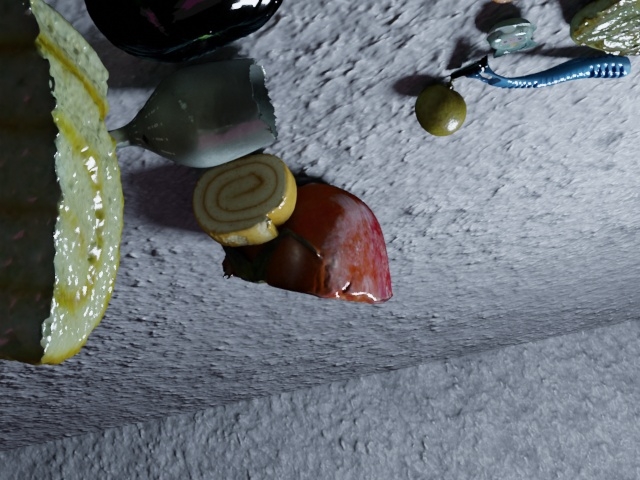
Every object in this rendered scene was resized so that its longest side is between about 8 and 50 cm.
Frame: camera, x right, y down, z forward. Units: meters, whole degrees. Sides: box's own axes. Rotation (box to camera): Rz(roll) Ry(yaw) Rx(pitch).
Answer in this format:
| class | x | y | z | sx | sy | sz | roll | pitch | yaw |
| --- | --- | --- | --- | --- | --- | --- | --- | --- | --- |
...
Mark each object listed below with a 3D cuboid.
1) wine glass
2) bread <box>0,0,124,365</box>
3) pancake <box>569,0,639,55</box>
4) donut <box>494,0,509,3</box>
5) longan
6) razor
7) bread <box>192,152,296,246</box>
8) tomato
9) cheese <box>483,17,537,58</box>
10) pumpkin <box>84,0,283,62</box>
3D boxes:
| class | x | y | z | sx | sy | sz | roll | pitch | yaw |
| --- | --- | --- | --- | --- | --- | --- | --- | --- | --- |
| wine glass | -0.177 | -0.138 | 1.311 | 0.241 | 0.126 | 0.126 | -15 | 160 | 6 |
| bread | -0.340 | -0.082 | 1.148 | 0.239 | 0.395 | 0.264 | 4 | -174 | 8 |
| pancake | 0.427 | -0.282 | 1.352 | 0.253 | 0.037 | 0.253 | -7 | 170 | -1 |
| donut | 0.236 | -0.311 | 1.164 | 0.152 | 0.058 | 0.152 | -16 | 167 | -4 |
| longan | 0.165 | -0.182 | 1.483 | 0.075 | 0.075 | 0.083 | 10 | 109 | -46 |
| razor | 0.302 | -0.225 | 1.465 | 0.253 | 0.042 | 0.082 | -7 | 178 | -21 |
| bread | -0.106 | -0.054 | 1.582 | 0.149 | 0.122 | 0.073 | -14 | 163 | 8 |
| tomato | -0.001 | -0.005 | 1.716 | 0.309 | 0.170 | 0.309 | 11 | -172 | -2 |
| cheese | 0.239 | -0.254 | 1.377 | 0.067 | 0.026 | 0.120 | -13 | 172 | 13 |
| pumpkin | -0.124 | -0.247 | 1.023 | 0.202 | 0.140 | 0.202 | -19 | -179 | 0 |
